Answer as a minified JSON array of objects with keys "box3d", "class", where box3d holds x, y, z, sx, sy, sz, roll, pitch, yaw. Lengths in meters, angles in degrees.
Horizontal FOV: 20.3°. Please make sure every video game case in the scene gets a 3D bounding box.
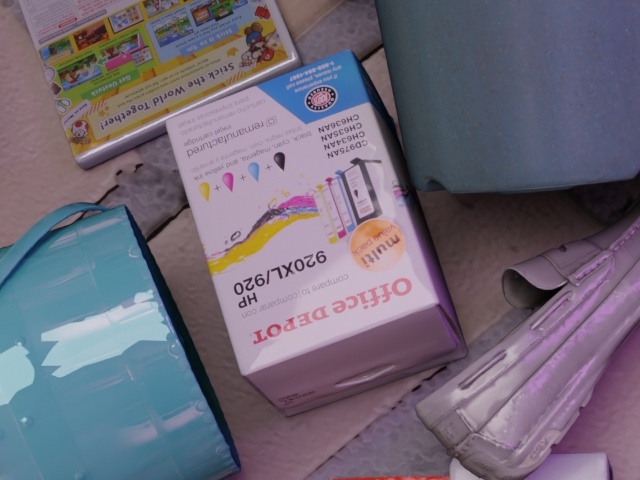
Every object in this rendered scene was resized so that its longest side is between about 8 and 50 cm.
[{"box3d":[-0.154,-0.200,1.662,0.227,0.026,0.206,-24,68,5],"class":"video game case"}]

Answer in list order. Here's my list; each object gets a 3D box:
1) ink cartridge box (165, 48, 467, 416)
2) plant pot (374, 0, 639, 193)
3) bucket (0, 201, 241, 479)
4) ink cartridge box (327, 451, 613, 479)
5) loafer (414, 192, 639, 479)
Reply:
[{"box3d":[0.000,0.000,1.479,0.171,0.168,0.233,-20,69,7],"class":"ink cartridge box"},{"box3d":[0.177,-0.215,1.398,0.341,0.341,0.334,-4,96,13],"class":"plant pot"},{"box3d":[-0.193,0.112,1.444,0.183,0.281,0.281,-24,68,-3],"class":"bucket"},{"box3d":[0.115,0.309,1.410,0.239,0.060,0.275,-4,72,12],"class":"ink cartridge box"},{"box3d":[0.198,0.048,1.416,0.111,0.112,0.319,38,67,3],"class":"loafer"}]
